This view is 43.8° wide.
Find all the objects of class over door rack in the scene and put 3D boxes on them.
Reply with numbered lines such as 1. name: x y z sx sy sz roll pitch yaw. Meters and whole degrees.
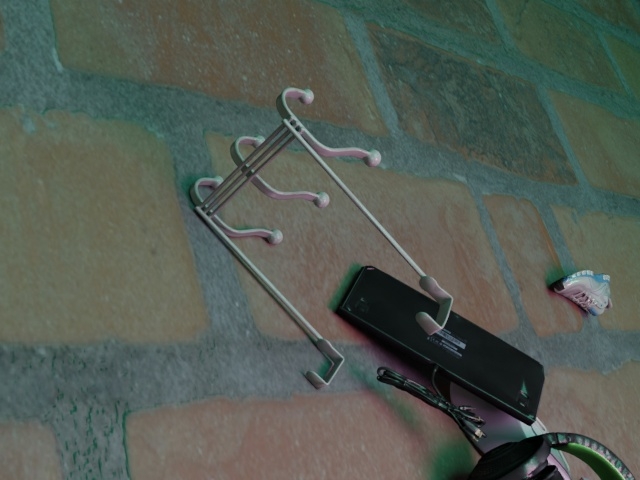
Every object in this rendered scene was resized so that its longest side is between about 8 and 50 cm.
1. over door rack: 0.000 0.000 0.998 0.108 0.239 0.324 -32 86 -45

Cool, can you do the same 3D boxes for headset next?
1. headset: 0.276 0.376 1.024 0.393 0.185 0.244 -1 69 -21

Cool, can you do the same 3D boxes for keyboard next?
1. keyboard: 0.164 0.169 1.123 0.317 0.033 0.201 30 40 4

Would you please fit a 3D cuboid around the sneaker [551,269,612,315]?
1. sneaker: 0.532 0.108 1.582 0.190 0.071 0.083 6 64 -42

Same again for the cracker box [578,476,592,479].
1. cracker box: 0.485 0.468 1.182 0.155 0.067 0.232 27 14 -33

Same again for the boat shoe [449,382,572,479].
1. boat shoe: 0.288 0.290 1.202 0.258 0.095 0.084 56 23 -1
